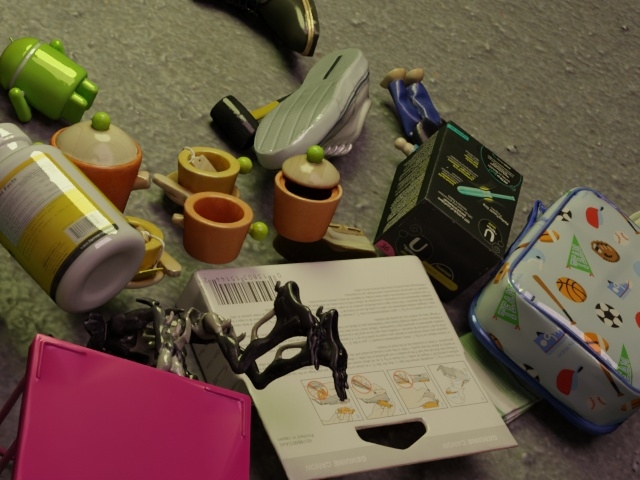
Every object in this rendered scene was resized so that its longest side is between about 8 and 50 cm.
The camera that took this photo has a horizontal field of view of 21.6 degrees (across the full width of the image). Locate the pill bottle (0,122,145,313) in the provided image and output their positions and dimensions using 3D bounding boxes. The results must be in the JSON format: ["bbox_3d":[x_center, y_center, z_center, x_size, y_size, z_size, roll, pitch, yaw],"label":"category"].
[{"bbox_3d":[-0.258,-0.025,1.583,0.184,0.103,0.103,45,42,21],"label":"pill bottle"}]

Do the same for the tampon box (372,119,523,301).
[{"bbox_3d":[0.150,-0.035,1.956,0.120,0.101,0.161,37,39,-14],"label":"tampon box"}]

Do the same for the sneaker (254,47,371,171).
[{"bbox_3d":[0.006,-0.136,1.967,0.258,0.094,0.091,-52,128,-50],"label":"sneaker"}]

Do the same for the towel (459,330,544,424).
[{"bbox_3d":[0.210,0.143,1.907,0.152,0.023,0.113,-25,69,-45],"label":"towel"}]

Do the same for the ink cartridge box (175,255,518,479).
[{"bbox_3d":[0.027,0.141,1.755,0.296,0.066,0.261,-3,54,-35],"label":"ink cartridge box"}]

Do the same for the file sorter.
[{"bbox_3d":[-0.189,0.269,1.410,0.202,0.182,0.291,18,45,-20],"label":"file sorter"}]

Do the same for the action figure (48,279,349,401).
[{"bbox_3d":[-0.122,0.122,1.577,0.164,0.275,0.141,53,31,-59],"label":"action figure"}]

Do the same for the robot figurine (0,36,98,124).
[{"bbox_3d":[-0.301,-0.177,1.827,0.115,0.067,0.101,33,54,-3],"label":"robot figurine"}]

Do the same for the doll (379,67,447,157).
[{"bbox_3d":[0.137,-0.126,2.086,0.129,0.046,0.189,-5,62,-48],"label":"doll"}]

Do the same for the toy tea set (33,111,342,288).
[{"bbox_3d":[-0.131,-0.066,1.753,0.336,0.124,0.200,-13,38,-39],"label":"toy tea set"}]

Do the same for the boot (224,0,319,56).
[{"bbox_3d":[-0.095,-0.297,2.080,0.137,0.077,0.198,-4,41,-30],"label":"boot"}]

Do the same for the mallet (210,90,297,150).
[{"bbox_3d":[-0.062,-0.165,2.004,0.062,0.039,0.189,43,38,6],"label":"mallet"}]

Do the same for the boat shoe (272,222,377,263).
[{"bbox_3d":[0.000,0.000,1.884,0.135,0.050,0.045,15,42,-36],"label":"boat shoe"}]

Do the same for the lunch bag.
[{"bbox_3d":[0.312,0.071,1.959,0.243,0.115,0.303,39,37,6],"label":"lunch bag"}]

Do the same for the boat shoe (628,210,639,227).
[{"bbox_3d":[0.499,0.089,2.080,0.319,0.116,0.099,53,26,18],"label":"boat shoe"}]
